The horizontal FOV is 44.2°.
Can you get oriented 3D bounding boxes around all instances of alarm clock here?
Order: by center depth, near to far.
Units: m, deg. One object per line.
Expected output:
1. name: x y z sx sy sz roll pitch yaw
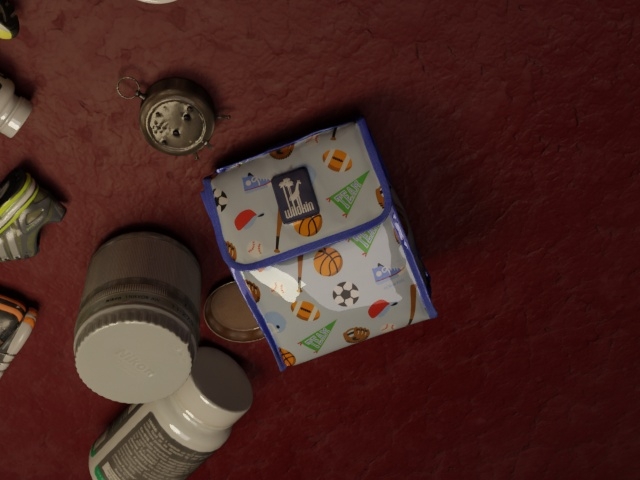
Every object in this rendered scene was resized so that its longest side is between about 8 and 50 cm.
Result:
1. alarm clock: -0.262 -0.218 1.349 0.192 0.064 0.129 31 116 -22

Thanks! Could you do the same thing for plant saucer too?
1. plant saucer: -0.157 0.140 1.634 0.168 0.029 0.168 -3 126 -5

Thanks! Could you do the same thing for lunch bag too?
1. lunch bag: 0.000 0.000 1.438 0.327 0.239 0.385 -20 109 8

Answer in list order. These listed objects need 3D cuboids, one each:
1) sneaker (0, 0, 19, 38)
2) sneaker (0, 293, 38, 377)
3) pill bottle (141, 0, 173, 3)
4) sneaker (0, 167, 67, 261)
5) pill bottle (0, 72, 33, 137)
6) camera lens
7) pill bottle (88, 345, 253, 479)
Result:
1. sneaker: -0.563 -0.360 1.202 0.208 0.081 0.094 30 118 -13
2. sneaker: -0.717 0.218 1.578 0.180 0.124 0.321 31 106 -21
3. pill bottle: -0.216 -0.431 1.063 0.160 0.283 0.160 -3 125 -5
4. sneaker: -0.585 0.006 1.441 0.300 0.111 0.121 -40 125 22
5. pill bottle: -0.557 -0.241 1.272 0.169 0.094 0.094 35 114 -27
6. camera lens: -0.332 0.133 1.455 0.219 0.274 0.219 -3 126 -5
7. pill bottle: -0.320 0.403 1.693 0.204 0.204 0.361 32 116 -26
